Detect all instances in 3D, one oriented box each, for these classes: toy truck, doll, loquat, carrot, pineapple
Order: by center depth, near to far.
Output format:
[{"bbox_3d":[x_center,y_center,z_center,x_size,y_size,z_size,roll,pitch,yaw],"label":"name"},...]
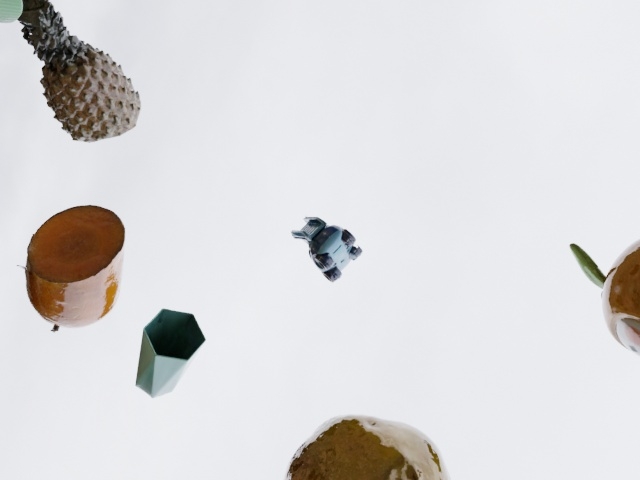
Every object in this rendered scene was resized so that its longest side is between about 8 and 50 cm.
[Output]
[{"bbox_3d":[0.044,0.274,0.760,0.234,0.176,0.187,122,-23,-62],"label":"loquat"},{"bbox_3d":[0.000,0.000,0.914,0.056,0.073,0.090,-45,-121,-10],"label":"toy truck"},{"bbox_3d":[0.500,0.083,1.119,0.236,0.213,0.214,14,-98,63],"label":"doll"},{"bbox_3d":[-0.519,0.080,1.579,0.331,0.214,0.193,113,-32,-54],"label":"carrot"},{"bbox_3d":[-0.558,-0.393,1.721,0.201,0.362,0.202,-11,-137,11],"label":"pineapple"}]

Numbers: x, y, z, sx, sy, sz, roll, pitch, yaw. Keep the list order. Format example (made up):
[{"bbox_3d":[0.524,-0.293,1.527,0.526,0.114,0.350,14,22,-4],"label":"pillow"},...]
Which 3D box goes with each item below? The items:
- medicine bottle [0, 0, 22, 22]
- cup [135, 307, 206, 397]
[{"bbox_3d":[-0.430,-0.273,0.831,0.095,0.260,0.064,-22,-86,20],"label":"medicine bottle"},{"bbox_3d":[-0.384,0.283,1.843,0.148,0.134,0.236,63,-38,24],"label":"cup"}]
